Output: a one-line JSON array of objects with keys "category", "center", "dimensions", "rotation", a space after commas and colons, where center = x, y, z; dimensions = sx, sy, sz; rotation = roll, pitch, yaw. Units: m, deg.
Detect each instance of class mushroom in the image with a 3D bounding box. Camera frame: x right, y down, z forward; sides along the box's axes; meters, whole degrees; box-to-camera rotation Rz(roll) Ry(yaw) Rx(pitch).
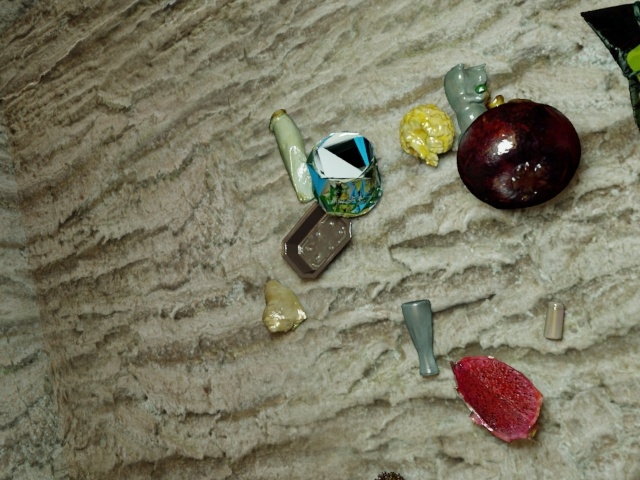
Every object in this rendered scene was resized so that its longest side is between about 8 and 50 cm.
[{"category": "mushroom", "center": [-0.093, -0.294, 1.661], "dimensions": [0.088, 0.107, 0.332], "rotation": [-15, 75, -17]}]

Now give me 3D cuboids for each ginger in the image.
[{"category": "ginger", "center": [-0.156, 0.224, 1.645], "dimensions": [0.193, 0.123, 0.115], "rotation": [52, 128, 26]}]

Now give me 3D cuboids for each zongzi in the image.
[{"category": "zongzi", "center": [0.831, -0.507, 1.159], "dimensions": [0.383, 0.319, 0.362], "rotation": [-43, 70, 37]}]

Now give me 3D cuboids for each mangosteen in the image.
[{"category": "mangosteen", "center": [0.502, -0.224, 1.272], "dimensions": [0.298, 0.293, 0.296], "rotation": [-3, 111, -9]}]

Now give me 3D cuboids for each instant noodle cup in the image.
[{"category": "instant noodle cup", "center": [0.076, -0.209, 1.482], "dimensions": [0.241, 0.178, 0.240], "rotation": [-3, 65, 6]}]

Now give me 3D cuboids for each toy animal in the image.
[{"category": "toy animal", "center": [0.430, -0.377, 1.413], "dimensions": [0.126, 0.127, 0.251], "rotation": [-6, 97, 13]}]

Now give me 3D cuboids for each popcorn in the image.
[{"category": "popcorn", "center": [0.310, -0.309, 1.433], "dimensions": [0.180, 0.180, 0.170], "rotation": [33, 80, 25]}]

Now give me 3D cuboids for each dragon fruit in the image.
[{"category": "dragon fruit", "center": [0.476, 0.425, 1.318], "dimensions": [0.274, 0.126, 0.161], "rotation": [39, 139, 44]}]

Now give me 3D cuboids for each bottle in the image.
[{"category": "bottle", "center": [0.621, 0.212, 1.295], "dimensions": [0.045, 0.045, 0.096], "rotation": [7, 87, 27]}]

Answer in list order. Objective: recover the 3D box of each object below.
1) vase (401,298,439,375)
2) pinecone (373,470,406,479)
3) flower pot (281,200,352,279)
[{"category": "vase", "center": [0.299, 0.284, 1.432], "dimensions": [0.086, 0.086, 0.213], "rotation": [-13, 85, 25]}, {"category": "pinecone", "center": [0.209, 0.730, 1.436], "dimensions": [0.109, 0.102, 0.102], "rotation": [10, 90, 60]}, {"category": "flower pot", "center": [0.000, 0.000, 1.598], "dimensions": [0.179, 0.084, 0.251], "rotation": [47, 107, 21]}]
